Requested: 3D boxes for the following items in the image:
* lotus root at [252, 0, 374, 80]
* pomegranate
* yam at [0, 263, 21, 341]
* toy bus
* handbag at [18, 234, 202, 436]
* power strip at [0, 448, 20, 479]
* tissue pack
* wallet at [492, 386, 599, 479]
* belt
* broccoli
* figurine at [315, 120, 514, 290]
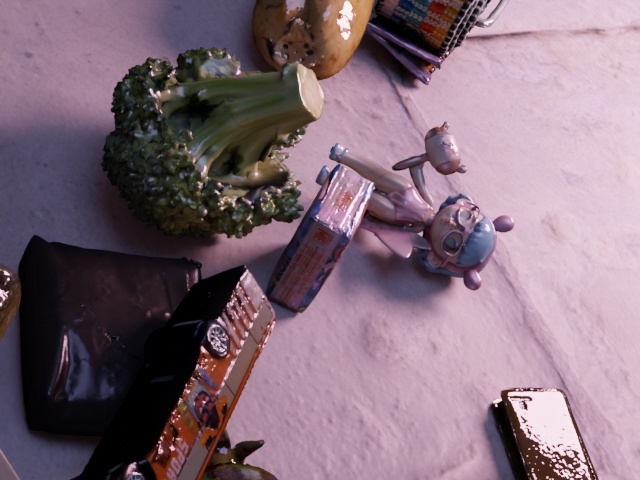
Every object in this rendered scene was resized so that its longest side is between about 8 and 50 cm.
[{"bbox_3d":[-0.005,-0.344,2.051,0.160,0.146,0.284,27,44,-8],"label":"lotus root"},{"bbox_3d":[-0.090,0.281,1.472,0.148,0.148,0.169,26,39,-6],"label":"pomegranate"},{"bbox_3d":[-0.459,0.047,1.438,0.300,0.195,0.195,32,45,3],"label":"yam"},{"bbox_3d":[-0.154,0.181,1.448,0.092,0.093,0.409,57,36,-25],"label":"toy bus"},{"bbox_3d":[-0.218,0.107,1.595,0.223,0.080,0.247,7,50,-23],"label":"handbag"},{"bbox_3d":[-0.326,0.257,1.363,0.061,0.145,0.215,-48,119,-48],"label":"power strip"},{"bbox_3d":[0.000,0.000,1.750,0.065,0.155,0.115,29,44,-4],"label":"tissue pack"},{"bbox_3d":[0.283,0.269,1.754,0.110,0.031,0.198,4,50,-24],"label":"wallet"},{"bbox_3d":[0.206,-0.388,2.159,0.160,0.207,0.295,32,47,4],"label":"belt"},{"bbox_3d":[-0.124,-0.118,1.749,0.260,0.235,0.288,1,52,4],"label":"broccoli"},{"bbox_3d":[0.126,-0.056,1.892,0.260,0.103,0.205,28,70,3],"label":"figurine"}]
